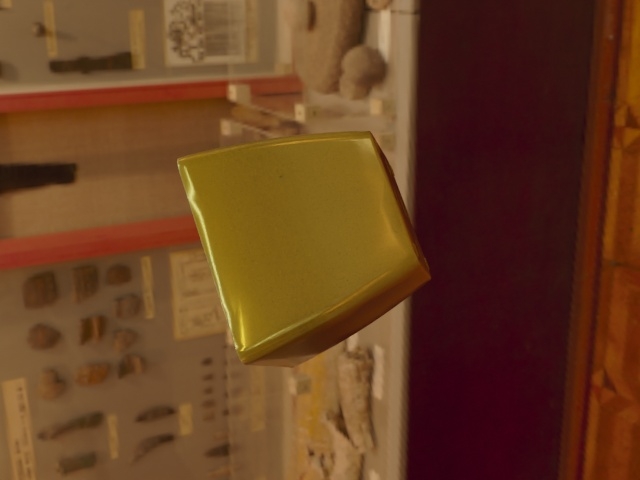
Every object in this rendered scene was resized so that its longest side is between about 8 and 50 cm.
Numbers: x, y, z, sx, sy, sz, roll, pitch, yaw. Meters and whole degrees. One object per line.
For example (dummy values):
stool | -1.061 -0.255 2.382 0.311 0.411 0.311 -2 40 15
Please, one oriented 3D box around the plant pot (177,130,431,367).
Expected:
plant pot | 0.000 0.000 0.964 0.212 0.187 0.212 35 -144 -75
